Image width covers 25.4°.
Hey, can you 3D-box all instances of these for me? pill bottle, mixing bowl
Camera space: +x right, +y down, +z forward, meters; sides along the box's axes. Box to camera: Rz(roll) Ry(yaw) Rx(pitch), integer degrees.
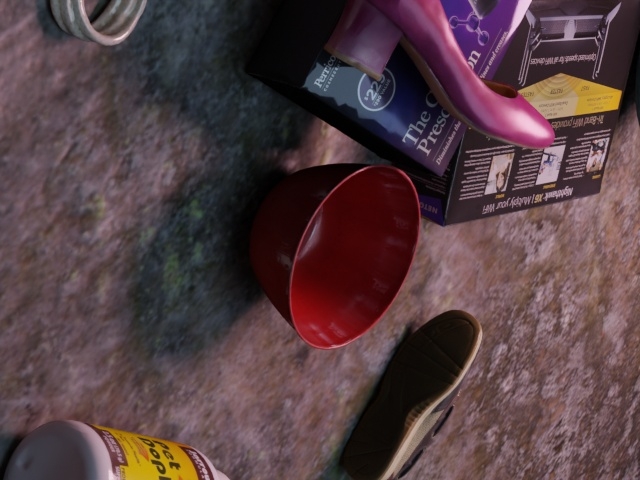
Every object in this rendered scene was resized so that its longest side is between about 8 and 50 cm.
[{"bbox_3d":[-0.166,0.228,1.240,0.215,0.117,0.117,24,91,-54],"label":"pill bottle"},{"bbox_3d":[0.000,0.000,1.328,0.181,0.098,0.181,-28,130,-38],"label":"mixing bowl"}]

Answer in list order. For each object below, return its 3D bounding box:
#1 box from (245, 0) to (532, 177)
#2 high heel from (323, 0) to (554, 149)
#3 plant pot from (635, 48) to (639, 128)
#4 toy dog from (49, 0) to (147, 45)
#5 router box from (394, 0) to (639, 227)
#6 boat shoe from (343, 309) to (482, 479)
[{"bbox_3d":[0.080,-0.216,1.263,0.184,0.103,0.261,28,87,-34],"label":"box"},{"bbox_3d":[0.123,-0.164,1.194,0.244,0.082,0.117,24,101,-24],"label":"high heel"},{"bbox_3d":[0.457,-0.229,1.679,0.234,0.165,0.165,93,15,-51],"label":"plant pot"},{"bbox_3d":[-0.088,-0.288,0.998,0.334,0.161,0.220,-58,143,-9],"label":"toy dog"},{"bbox_3d":[0.216,-0.157,1.517,0.308,0.081,0.243,-11,118,-48],"label":"router box"},{"bbox_3d":[0.110,0.179,1.592,0.224,0.080,0.073,-56,149,-3],"label":"boat shoe"}]
